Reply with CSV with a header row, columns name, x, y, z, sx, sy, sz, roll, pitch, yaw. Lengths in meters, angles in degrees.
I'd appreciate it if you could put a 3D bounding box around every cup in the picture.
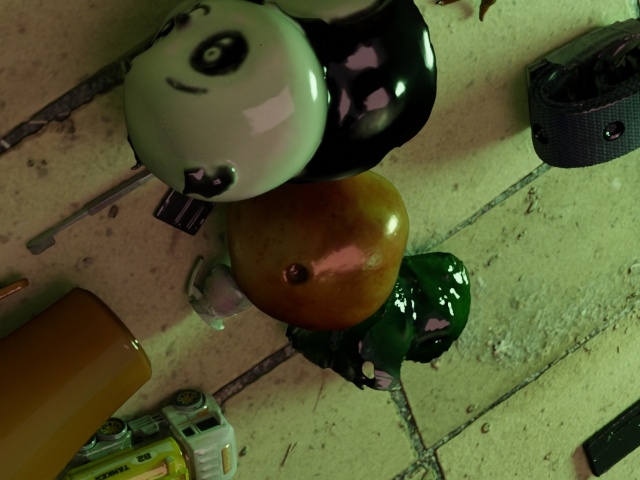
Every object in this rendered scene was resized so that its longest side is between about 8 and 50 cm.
name,x,y,z,sx,sy,sz,roll,pitch,yaw
cup,-0.333,0.162,1.697,0.264,0.182,0.226,-41,101,-17

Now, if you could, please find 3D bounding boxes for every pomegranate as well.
name,x,y,z,sx,sy,sz,roll,pitch,yaw
pomegranate,-0.002,0.004,1.781,0.209,0.209,0.209,-17,125,-26

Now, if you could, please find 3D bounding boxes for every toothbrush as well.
name,x,y,z,sx,sy,sz,roll,pitch,yaw
toothbrush,-0.236,-0.041,1.722,0.194,0.014,0.017,-35,131,-13

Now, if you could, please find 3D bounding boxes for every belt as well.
name,x,y,z,sx,sy,sz,roll,pitch,yaw
belt,0.363,-0.180,1.980,0.230,0.139,0.126,-32,136,-17

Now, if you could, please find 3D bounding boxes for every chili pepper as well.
name,x,y,z,sx,sy,sz,roll,pitch,yaw
chili pepper,0.091,0.098,1.965,0.265,0.116,0.148,-4,116,-34

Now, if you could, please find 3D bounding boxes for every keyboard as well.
name,x,y,z,sx,sy,sz,roll,pitch,yaw
keyboard,-0.111,-0.099,1.777,0.067,0.011,0.202,28,99,-40
keyboard,0.509,0.269,2.428,0.250,0.017,0.087,-36,130,-13

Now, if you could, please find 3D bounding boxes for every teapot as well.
name,x,y,z,sx,sy,sz,roll,pitch,yaw
teapot,-0.123,0.061,1.840,0.083,0.064,0.064,43,97,-11

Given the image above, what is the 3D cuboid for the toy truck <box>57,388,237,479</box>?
name,x,y,z,sx,sy,sz,roll,pitch,yaw
toy truck,-0.206,0.269,1.864,0.227,0.114,0.098,-20,126,-25

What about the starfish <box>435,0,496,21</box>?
name,x,y,z,sx,sy,sz,roll,pitch,yaw
starfish,0.189,-0.317,1.833,0.133,0.041,0.130,-46,131,-2

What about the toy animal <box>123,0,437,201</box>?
name,x,y,z,sx,sy,sz,roll,pitch,yaw
toy animal,-0.052,-0.153,1.621,0.310,0.251,0.251,-24,128,-25
